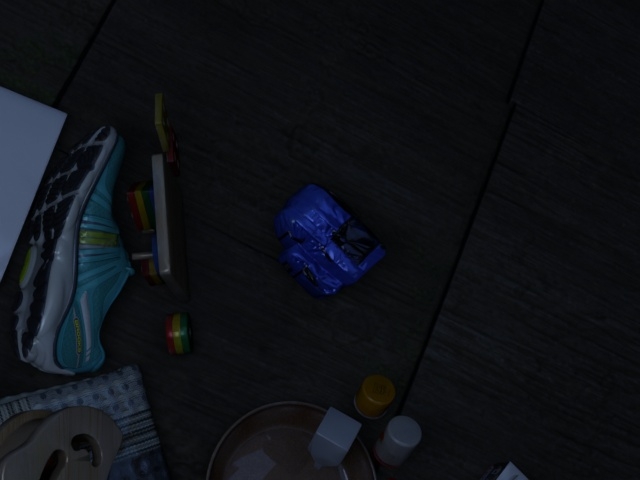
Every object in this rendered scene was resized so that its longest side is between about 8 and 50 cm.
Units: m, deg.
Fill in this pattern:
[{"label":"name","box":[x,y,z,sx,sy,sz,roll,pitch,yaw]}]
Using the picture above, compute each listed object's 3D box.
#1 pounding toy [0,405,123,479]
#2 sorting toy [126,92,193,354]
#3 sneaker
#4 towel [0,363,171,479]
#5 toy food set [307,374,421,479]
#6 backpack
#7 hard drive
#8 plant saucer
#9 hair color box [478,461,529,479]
[{"label":"pounding toy","box":[-0.291,0.246,1.261,0.154,0.155,0.269,-13,93,-53]},{"label":"sorting toy","box":[-0.178,-0.018,1.401,0.046,0.132,0.274,-6,74,1]},{"label":"sneaker","box":[-0.255,0.011,1.392,0.110,0.107,0.275,21,73,-35]},{"label":"towel","box":[-0.298,0.311,1.311,0.324,0.056,0.312,-14,83,-25]},{"label":"toy food set","box":[0.027,0.263,1.391,0.111,0.104,0.232,29,49,4]},{"label":"backpack","box":[0.000,0.000,1.474,0.101,0.098,0.120,-42,93,-21]},{"label":"hard drive","box":[-0.456,-0.101,1.363,0.319,0.040,0.210,22,69,-13]},{"label":"plant saucer","box":[-0.034,0.277,1.418,0.199,0.036,0.198,5,74,-19]},{"label":"hair color box","box":[0.240,0.346,1.492,0.167,0.053,0.093,45,66,-5]}]
